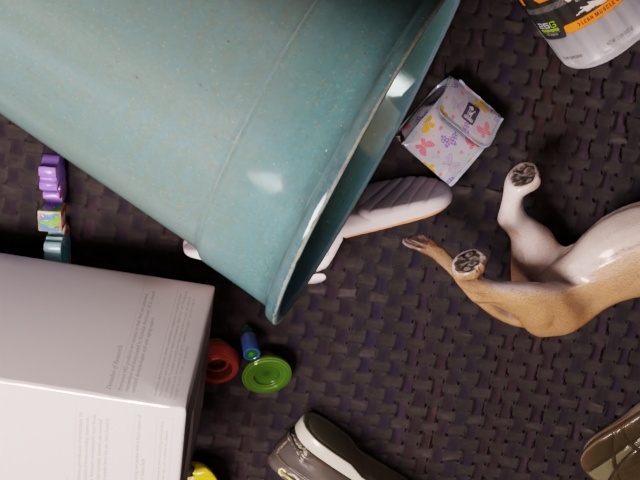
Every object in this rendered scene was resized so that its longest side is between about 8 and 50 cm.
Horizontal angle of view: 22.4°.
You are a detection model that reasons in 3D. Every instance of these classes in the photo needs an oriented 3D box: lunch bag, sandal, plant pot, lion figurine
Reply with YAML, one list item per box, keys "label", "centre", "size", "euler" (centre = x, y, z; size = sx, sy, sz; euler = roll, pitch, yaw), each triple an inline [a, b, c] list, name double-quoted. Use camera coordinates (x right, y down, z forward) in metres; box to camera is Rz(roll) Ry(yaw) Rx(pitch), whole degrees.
- label: "lunch bag"
  centre: [0.124, -0.107, 1.548]
  size: [0.071, 0.053, 0.083]
  euler: [40, 96, -18]
- label: "sandal"
  centre: [0.002, 0.004, 1.561]
  size: [0.265, 0.102, 0.076]
  euler: [-11, 112, -1]
- label: "plant pot"
  centre: [-0.098, -0.158, 1.367]
  size: [0.334, 0.341, 0.341]
  euler: [30, 109, 5]
- label: "sandal"
  centre: [0.372, 0.188, 1.683]
  size: [0.219, 0.060, 0.090]
  euler: [-33, 105, 26]
- label: "lion figurine"
  centre: [0.299, 0.016, 1.572]
  size: [0.392, 0.142, 0.240]
  euler: [-12, 142, 17]

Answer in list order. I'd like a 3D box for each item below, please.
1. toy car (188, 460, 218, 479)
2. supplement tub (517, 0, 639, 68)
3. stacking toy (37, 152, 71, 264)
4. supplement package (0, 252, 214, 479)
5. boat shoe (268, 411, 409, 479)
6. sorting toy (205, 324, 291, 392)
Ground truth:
- label: "toy car"
  centre: [-0.239, 0.299, 1.698]
  size: [0.239, 0.053, 0.225]
  euler: [15, 111, -8]
- label: "supplement tub"
  centre: [0.217, -0.259, 1.454]
  size: [0.117, 0.117, 0.190]
  euler: [-36, 109, 12]
- label: "stacking toy"
  centre: [-0.257, -0.024, 1.565]
  size: [0.167, 0.052, 0.221]
  euler: [5, 118, 3]
- label: "supplement package"
  centre: [-0.261, 0.136, 1.529]
  size: [0.293, 0.175, 0.177]
  euler: [9, 130, 0]
- label: "boat shoe"
  centre: [0.048, 0.272, 1.689]
  size: [0.228, 0.081, 0.069]
  euler: [40, 108, -10]
- label: "sorting toy"
  centre: [-0.079, 0.117, 1.642]
  size: [0.102, 0.042, 0.061]
  euler: [11, 128, -20]
